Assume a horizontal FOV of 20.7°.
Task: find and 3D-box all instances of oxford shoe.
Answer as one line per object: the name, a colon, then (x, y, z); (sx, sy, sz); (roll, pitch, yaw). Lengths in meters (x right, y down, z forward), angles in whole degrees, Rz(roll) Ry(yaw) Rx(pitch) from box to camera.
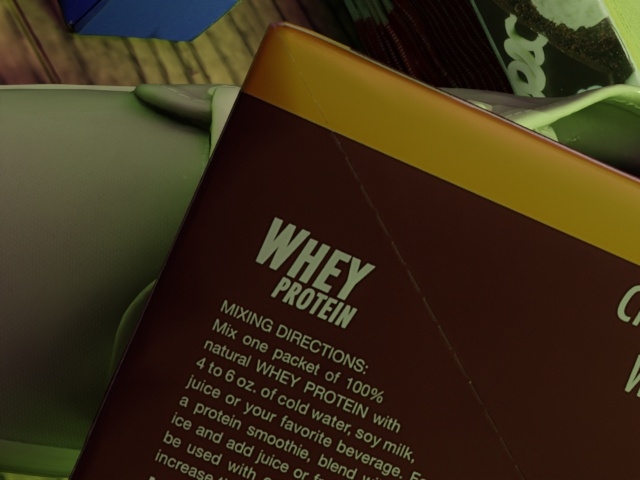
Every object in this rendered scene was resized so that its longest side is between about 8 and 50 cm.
oxford shoe: (0.000, 0.000, 0.627); (0.449, 0.130, 0.169); (7, 57, -11)

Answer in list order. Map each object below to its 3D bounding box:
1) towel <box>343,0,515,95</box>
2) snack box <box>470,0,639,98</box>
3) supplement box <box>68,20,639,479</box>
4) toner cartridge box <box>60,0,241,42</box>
towel: (0.156, -0.036, 0.969); (0.237, 0.037, 0.329); (-22, 81, -49)
snack box: (0.145, -0.068, 0.860); (0.187, 0.060, 0.322); (13, 50, -66)
supplement box: (0.035, 0.067, 0.497); (0.191, 0.194, 0.129); (23, 1, -1)
toner cartridge box: (-0.086, -0.281, 0.794); (0.075, 0.165, 0.348); (0, 66, -45)
